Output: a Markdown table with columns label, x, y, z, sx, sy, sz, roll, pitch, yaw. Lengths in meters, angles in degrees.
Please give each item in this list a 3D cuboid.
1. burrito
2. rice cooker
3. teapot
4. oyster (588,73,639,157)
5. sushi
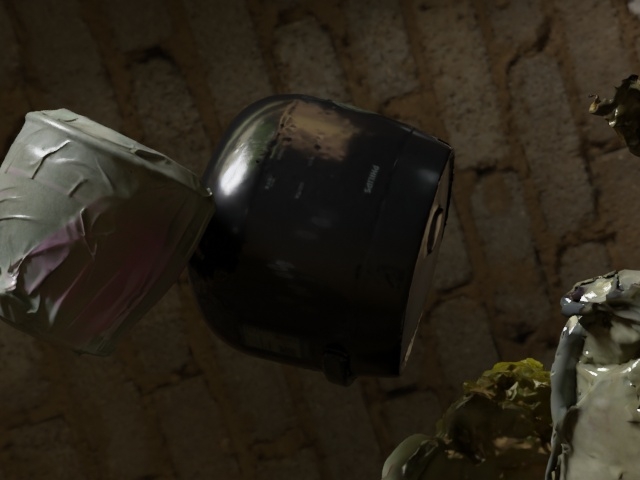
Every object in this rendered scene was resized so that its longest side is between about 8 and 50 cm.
| label | x | y | z | sx | sy | sz | roll | pitch | yaw |
| --- | --- | --- | --- | --- | --- | --- | --- | --- | --- |
| burrito | 0.111 | 0.118 | 0.336 | 0.058 | 0.063 | 0.229 | -128 | 34 | -69 |
| rice cooker | 0.000 | 0.000 | 0.937 | 0.267 | 0.225 | 0.267 | 12 | -90 | -79 |
| teapot | -0.196 | 0.001 | 0.801 | 0.163 | 0.178 | 0.221 | 28 | 176 | -15 |
| oyster | 0.464 | -0.156 | 1.045 | 0.198 | 0.337 | 0.133 | -28 | -80 | -51 |
| sushi | 0.203 | 0.334 | 1.086 | 0.240 | 0.396 | 0.351 | 32 | 166 | 30 |
